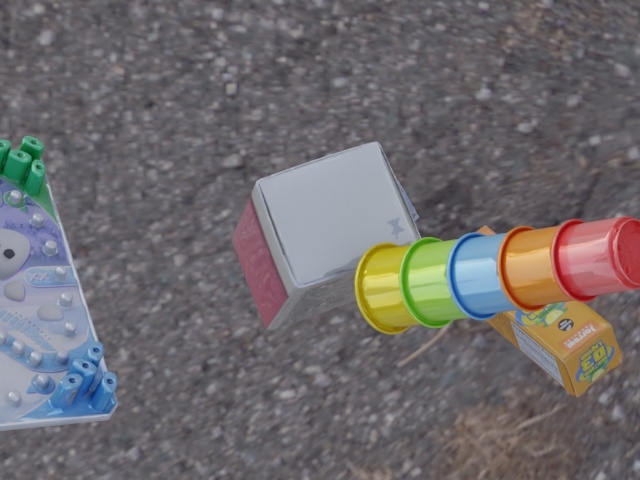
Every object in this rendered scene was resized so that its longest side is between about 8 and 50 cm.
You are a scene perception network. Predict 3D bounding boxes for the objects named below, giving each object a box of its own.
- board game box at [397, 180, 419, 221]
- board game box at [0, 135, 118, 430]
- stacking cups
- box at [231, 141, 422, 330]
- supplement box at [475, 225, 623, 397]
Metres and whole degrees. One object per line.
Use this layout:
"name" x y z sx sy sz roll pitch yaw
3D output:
"board game box" 0.077 -0.024 1.763 0.090 0.090 0.020 -48 54 -9
"board game box" -0.445 0.035 1.509 0.050 0.390 0.390 -59 44 43
"stacking cups" 0.173 0.026 1.300 0.316 0.096 0.096 -12 91 47
"box" 0.000 0.000 1.547 0.149 0.232 0.126 -19 79 -15
"supplement box" 0.246 0.080 1.628 0.078 0.080 0.233 -37 47 -12
